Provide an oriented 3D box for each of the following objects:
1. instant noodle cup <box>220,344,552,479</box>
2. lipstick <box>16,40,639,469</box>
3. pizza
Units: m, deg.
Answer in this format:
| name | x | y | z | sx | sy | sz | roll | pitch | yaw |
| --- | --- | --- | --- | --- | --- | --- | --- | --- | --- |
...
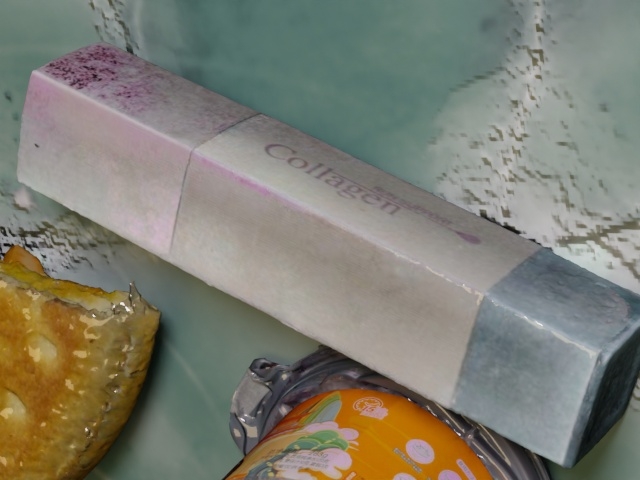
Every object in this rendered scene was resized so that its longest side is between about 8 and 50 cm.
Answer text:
| name | x | y | z | sx | sy | sz | roll | pitch | yaw |
| --- | --- | --- | --- | --- | --- | --- | --- | --- | --- |
| instant noodle cup | 0.011 | 0.153 | 0.954 | 0.208 | 0.125 | 0.177 | 19 | 119 | 26 |
| lipstick | 0.000 | 0.000 | 0.934 | 0.317 | 0.066 | 0.068 | 26 | 123 | 22 |
| pizza | -0.202 | 0.061 | 1.098 | 0.292 | 0.058 | 0.197 | -33 | 89 | 36 |
